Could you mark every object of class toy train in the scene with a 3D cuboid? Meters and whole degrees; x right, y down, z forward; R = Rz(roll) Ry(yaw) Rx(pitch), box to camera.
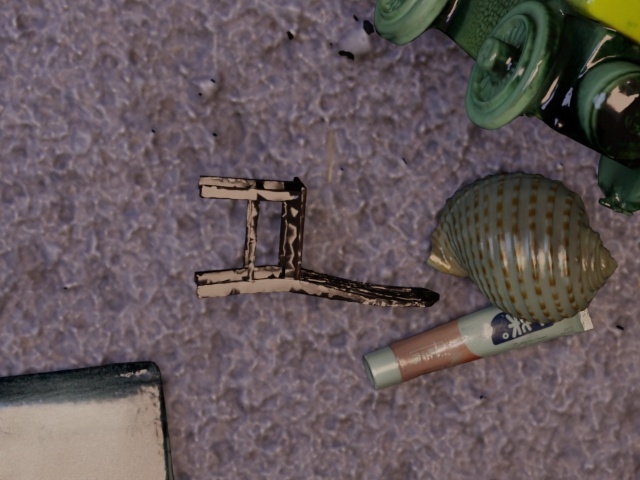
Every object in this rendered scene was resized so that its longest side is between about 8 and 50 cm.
[{"bbox_3d":[0.196,-0.209,1.451,0.179,0.442,0.272,25,103,-22],"label":"toy train"}]

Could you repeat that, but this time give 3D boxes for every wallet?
[{"bbox_3d":[-0.314,0.211,1.645,0.379,0.046,0.190,-5,94,-4],"label":"wallet"}]

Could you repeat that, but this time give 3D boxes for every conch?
[{"bbox_3d":[0.179,-0.001,1.642,0.153,0.102,0.135,18,68,-5],"label":"conch"}]

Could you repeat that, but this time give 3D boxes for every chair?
[{"bbox_3d":[0.000,0.000,1.638,0.212,0.084,0.101,2,99,-6],"label":"chair"}]

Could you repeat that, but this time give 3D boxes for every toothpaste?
[{"bbox_3d":[0.139,0.084,1.684,0.205,0.036,0.056,-18,94,-8],"label":"toothpaste"}]
